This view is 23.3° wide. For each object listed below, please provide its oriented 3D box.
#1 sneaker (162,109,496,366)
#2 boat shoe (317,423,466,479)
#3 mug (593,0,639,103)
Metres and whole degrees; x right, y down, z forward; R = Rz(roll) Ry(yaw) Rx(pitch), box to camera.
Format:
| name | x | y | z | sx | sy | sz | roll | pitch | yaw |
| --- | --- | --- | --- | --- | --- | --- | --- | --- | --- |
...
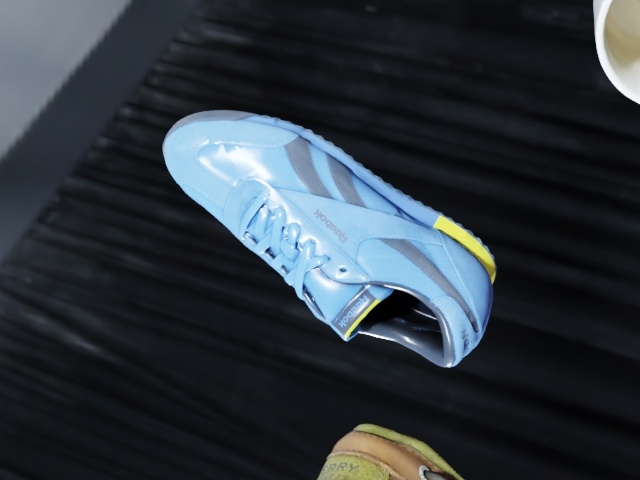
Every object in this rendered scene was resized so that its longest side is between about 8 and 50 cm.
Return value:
| name | x | y | z | sx | sy | sz | roll | pitch | yaw |
| --- | --- | --- | --- | --- | --- | --- | --- | --- | --- |
| sneaker | 0.000 | 0.000 | 0.863 | 0.069 | 0.209 | 0.082 | -59 | -178 | 44 |
| boat shoe | 0.118 | 0.203 | 0.778 | 0.307 | 0.111 | 0.104 | 40 | 54 | -22 |
| mug | 0.142 | -0.088 | 0.611 | 0.064 | 0.078 | 0.062 | -90 | -168 | -69 |
